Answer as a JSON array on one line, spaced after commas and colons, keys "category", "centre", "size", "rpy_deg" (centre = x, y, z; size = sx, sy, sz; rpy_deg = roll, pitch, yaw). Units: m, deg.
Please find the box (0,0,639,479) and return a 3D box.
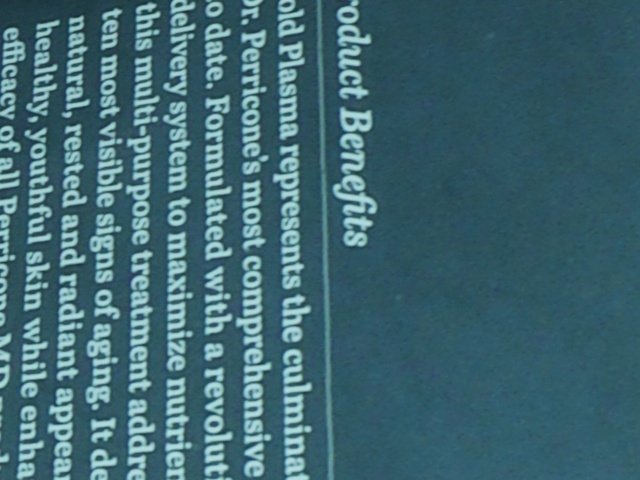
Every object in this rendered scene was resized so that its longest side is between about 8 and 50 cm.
[{"category": "box", "centre": [0.009, 0.093, 0.694], "size": [0.472, 0.480, 0.297], "rpy_deg": [-6, 72, 17]}]
